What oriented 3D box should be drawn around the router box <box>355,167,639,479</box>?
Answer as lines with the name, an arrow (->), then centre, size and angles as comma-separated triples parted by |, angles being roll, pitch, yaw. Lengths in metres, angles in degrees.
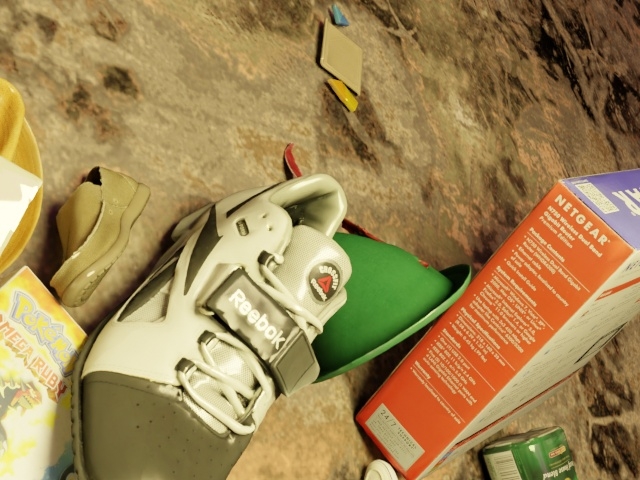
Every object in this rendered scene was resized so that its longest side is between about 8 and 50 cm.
router box -> 0.231, 0.068, 0.827 | 0.082, 0.301, 0.335 | 49, 32, 23

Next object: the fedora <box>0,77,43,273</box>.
fedora -> -0.241, -0.057, 0.519 | 0.194, 0.079, 0.194 | 26, 53, -40

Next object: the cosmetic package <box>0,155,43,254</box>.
cosmetic package -> -0.294, -0.040, 0.339 | 0.309, 0.160, 0.113 | 33, 60, -23

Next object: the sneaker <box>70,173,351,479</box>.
sneaker -> -0.056, 0.051, 0.580 | 0.122, 0.146, 0.330 | 50, 30, -26

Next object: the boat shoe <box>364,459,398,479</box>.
boat shoe -> 0.046, 0.241, 0.741 | 0.035, 0.035, 0.100 | 24, 61, -44

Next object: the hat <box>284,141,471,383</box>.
hat -> 0.000, 0.000, 0.722 | 0.173, 0.208, 0.183 | -34, 93, -27

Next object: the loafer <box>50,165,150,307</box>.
loafer -> -0.162, -0.006, 0.597 | 0.050, 0.056, 0.148 | 34, 23, -15

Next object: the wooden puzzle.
wooden puzzle -> 0.023, -0.205, 0.958 | 0.078, 0.014, 0.116 | 41, 45, -35

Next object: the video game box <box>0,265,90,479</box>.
video game box -> -0.179, 0.149, 0.514 | 0.205, 0.048, 0.187 | 53, 37, -16

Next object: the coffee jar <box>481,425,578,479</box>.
coffee jar -> 0.240, 0.297, 0.902 | 0.096, 0.079, 0.184 | -4, 75, -50
